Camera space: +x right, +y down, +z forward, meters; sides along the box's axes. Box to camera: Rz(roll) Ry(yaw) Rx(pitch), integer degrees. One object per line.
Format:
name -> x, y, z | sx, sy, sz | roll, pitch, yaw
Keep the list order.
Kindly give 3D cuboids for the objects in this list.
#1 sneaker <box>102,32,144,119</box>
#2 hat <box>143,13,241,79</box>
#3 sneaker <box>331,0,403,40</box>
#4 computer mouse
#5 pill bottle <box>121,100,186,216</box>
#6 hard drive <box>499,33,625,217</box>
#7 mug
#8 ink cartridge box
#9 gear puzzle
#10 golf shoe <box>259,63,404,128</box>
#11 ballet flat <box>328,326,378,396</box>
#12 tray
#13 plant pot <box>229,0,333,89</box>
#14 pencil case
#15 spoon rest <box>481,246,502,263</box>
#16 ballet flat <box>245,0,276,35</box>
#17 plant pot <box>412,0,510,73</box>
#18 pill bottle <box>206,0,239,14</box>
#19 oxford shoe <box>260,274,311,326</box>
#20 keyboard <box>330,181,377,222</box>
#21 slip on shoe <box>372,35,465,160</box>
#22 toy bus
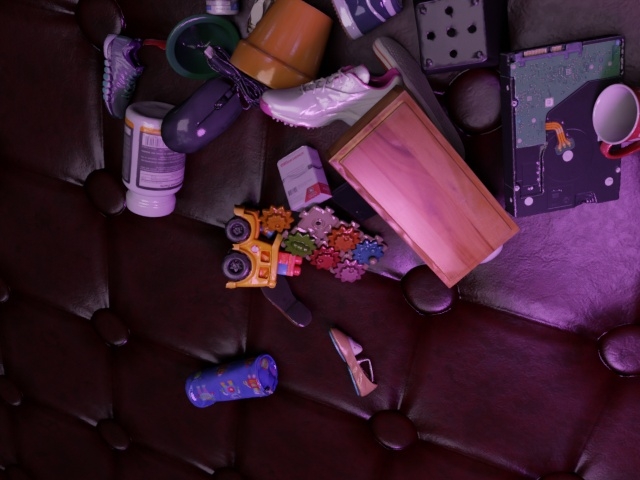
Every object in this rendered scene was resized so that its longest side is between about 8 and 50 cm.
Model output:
sneaker -> -0.512, -0.423, 1.574 | 0.098, 0.083, 0.224 | 11, 116, 11
hat -> -0.319, -0.517, 1.481 | 0.208, 0.183, 0.173 | -7, 138, -22
sneaker -> 0.077, -0.584, 1.256 | 0.153, 0.099, 0.282 | -18, 107, 27
computer mouse -> -0.277, -0.317, 1.449 | 0.272, 0.072, 0.188 | -45, 117, 6
pill bottle -> -0.443, -0.215, 1.595 | 0.162, 0.162, 0.278 | 21, 120, 12
hard drive -> 0.492, -0.229, 1.225 | 0.237, 0.064, 0.339 | -11, 112, -3
mug -> 0.628, -0.239, 1.168 | 0.150, 0.169, 0.113 | 130, 132, -67
ink cartridge box -> -0.040, -0.152, 1.493 | 0.099, 0.056, 0.135 | -27, 71, 30
gear puzzle -> 0.000, 0.000, 1.510 | 0.339, 0.044, 0.175 | 28, 125, -23
golf shoe -> 0.029, -0.306, 1.240 | 0.306, 0.115, 0.140 | 1, 129, -11
ballet flat -> 0.097, 0.333, 1.702 | 0.073, 0.080, 0.232 | -24, 107, 0
tray -> 0.220, -0.102, 1.263 | 0.203, 0.076, 0.411 | -42, 112, 10
plant pot -> -0.071, -0.437, 1.339 | 0.205, 0.205, 0.188 | 31, 105, 6
pencil case -> -0.269, 0.440, 1.857 | 0.306, 0.119, 0.133 | -18, 114, 27
spoon rest -> 0.306, -0.023, 1.406 | 0.276, 0.084, 0.137 | 26, 146, -21
ballet flat -> -0.111, -0.557, 1.353 | 0.077, 0.079, 0.221 | 34, 121, 6
plant pot -> 0.278, -0.428, 1.209 | 0.188, 0.167, 0.187 | -2, 113, 21
pill bottle -> -0.228, -0.596, 1.381 | 0.078, 0.078, 0.137 | 10, 117, 17
oxford shoe -> -0.113, 0.163, 1.699 | 0.212, 0.076, 0.076 | 52, 161, 5
keyboard -> 0.186, -0.119, 1.418 | 0.201, 0.033, 0.317 | 35, 142, -22
slip on shoe -> 0.202, -0.297, 1.333 | 0.101, 0.123, 0.331 | -24, 108, 33
toy bus -> -0.152, 0.021, 1.603 | 0.211, 0.149, 0.220 | 5, 96, -2
